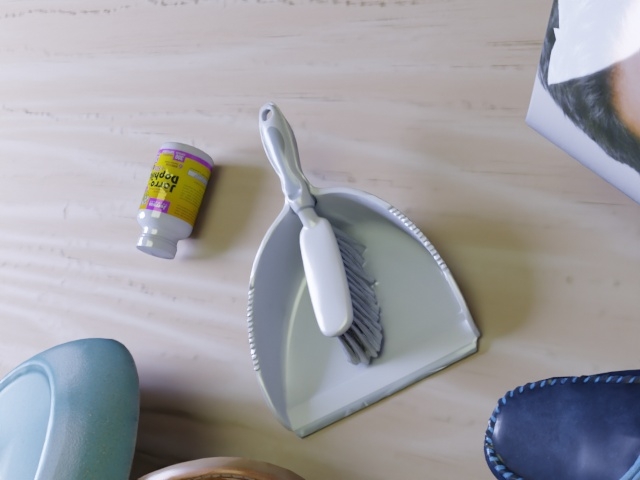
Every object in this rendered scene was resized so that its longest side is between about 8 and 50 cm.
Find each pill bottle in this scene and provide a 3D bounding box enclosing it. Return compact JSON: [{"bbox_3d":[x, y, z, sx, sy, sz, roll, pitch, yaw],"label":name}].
[{"bbox_3d":[-0.113,-0.029,0.733,0.043,0.043,0.083,4,72,38],"label":"pill bottle"}]

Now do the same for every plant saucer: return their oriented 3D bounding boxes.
[{"bbox_3d":[-0.224,0.199,0.629,0.317,0.044,0.317,-42,30,31],"label":"plant saucer"}]

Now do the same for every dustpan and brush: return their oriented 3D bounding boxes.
[{"bbox_3d":[0.000,0.000,0.625,0.147,0.060,0.211,-30,54,21],"label":"dustpan and brush"}]

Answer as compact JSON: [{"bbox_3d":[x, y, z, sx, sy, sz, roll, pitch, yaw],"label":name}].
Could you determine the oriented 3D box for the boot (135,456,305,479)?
[{"bbox_3d":[-0.108,0.257,0.504,0.283,0.109,0.220,-37,29,23],"label":"boot"}]

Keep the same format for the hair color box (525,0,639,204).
[{"bbox_3d":[0.252,-0.047,0.357,0.374,0.114,0.185,47,143,43],"label":"hair color box"}]

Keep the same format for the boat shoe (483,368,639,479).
[{"bbox_3d":[0.187,0.090,0.425,0.258,0.089,0.109,-4,66,35],"label":"boat shoe"}]
